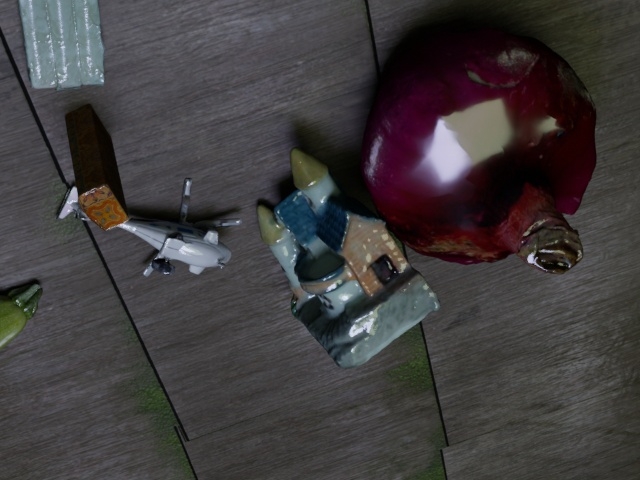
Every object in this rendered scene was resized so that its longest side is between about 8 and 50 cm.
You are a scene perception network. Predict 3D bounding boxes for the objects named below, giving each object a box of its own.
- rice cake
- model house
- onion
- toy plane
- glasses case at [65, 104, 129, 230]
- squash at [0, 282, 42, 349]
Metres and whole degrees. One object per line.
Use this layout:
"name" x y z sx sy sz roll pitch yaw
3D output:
"rice cake" -0.367 -0.306 1.622 0.124 0.038 0.211 -4 128 -16
"model house" 0.000 0.000 1.859 0.194 0.267 0.325 -35 118 -7
"onion" 0.258 -0.092 1.761 0.399 0.420 0.398 -6 136 -5
"toy plane" -0.267 -0.020 1.839 0.273 0.107 0.182 35 104 -32
"glasses case" -0.329 -0.107 1.672 0.049 0.218 0.075 -24 130 1
"squash" -0.513 0.123 1.888 0.132 0.105 0.105 -27 133 -22
